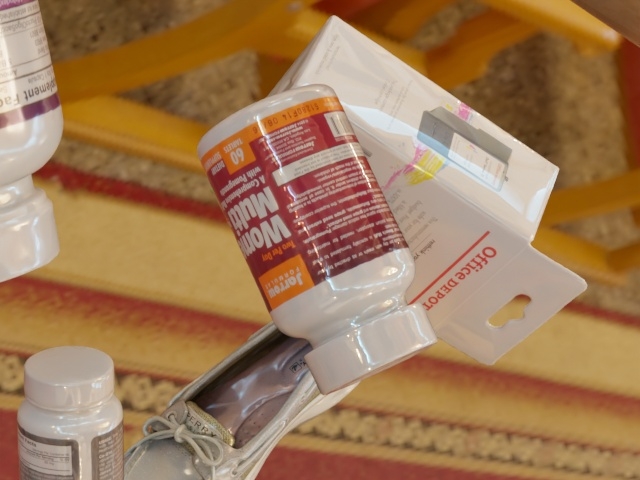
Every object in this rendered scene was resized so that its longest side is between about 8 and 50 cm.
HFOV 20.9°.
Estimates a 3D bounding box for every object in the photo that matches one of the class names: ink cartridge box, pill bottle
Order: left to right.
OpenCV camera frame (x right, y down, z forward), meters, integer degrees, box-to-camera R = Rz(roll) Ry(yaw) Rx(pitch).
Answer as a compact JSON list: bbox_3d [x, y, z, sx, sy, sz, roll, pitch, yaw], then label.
[{"bbox_3d":[-0.263,-0.122,1.132,0.169,0.169,0.301,-26,110,-49],"label":"pill bottle"},{"bbox_3d":[-0.184,0.153,1.278,0.078,0.078,0.137,-24,123,-49],"label":"pill bottle"},{"bbox_3d":[0.000,0.000,1.345,0.121,0.121,0.221,-17,80,-49],"label":"pill bottle"},{"bbox_3d":[0.094,-0.042,1.763,0.353,0.207,0.119,34,49,-9],"label":"ink cartridge box"}]

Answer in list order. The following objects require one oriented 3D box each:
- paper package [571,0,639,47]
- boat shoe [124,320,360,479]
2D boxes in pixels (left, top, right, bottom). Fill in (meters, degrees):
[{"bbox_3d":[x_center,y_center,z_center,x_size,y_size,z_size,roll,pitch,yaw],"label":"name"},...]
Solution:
[{"bbox_3d":[0.247,-0.347,1.328,0.325,0.168,0.309,30,79,-20],"label":"paper package"},{"bbox_3d":[-0.082,0.164,1.700,0.320,0.118,0.103,-36,146,-20],"label":"boat shoe"}]
